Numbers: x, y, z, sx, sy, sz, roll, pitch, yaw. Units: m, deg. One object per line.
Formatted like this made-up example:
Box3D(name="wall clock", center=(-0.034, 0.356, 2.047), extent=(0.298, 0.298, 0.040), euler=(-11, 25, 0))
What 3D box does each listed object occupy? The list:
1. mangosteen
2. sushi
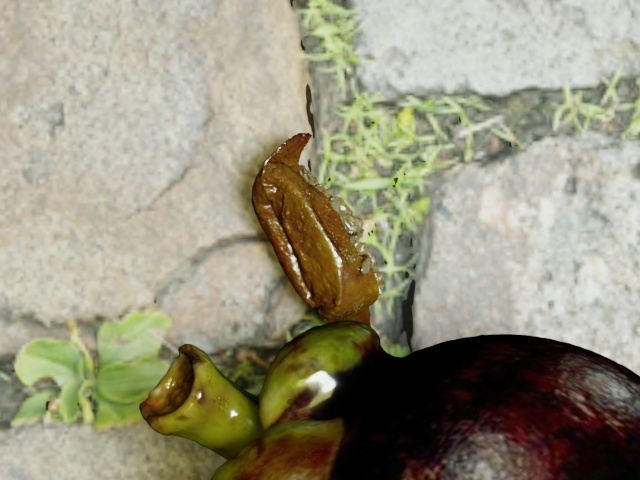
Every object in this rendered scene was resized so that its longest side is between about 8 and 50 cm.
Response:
Box3D(name="mangosteen", center=(0.074, 0.179, 0.990), extent=(0.297, 0.313, 0.297), euler=(-15, 122, -26))
Box3D(name="sushi", center=(0.000, 0.000, 1.083), extent=(0.052, 0.055, 0.120), euler=(-35, 84, 39))
